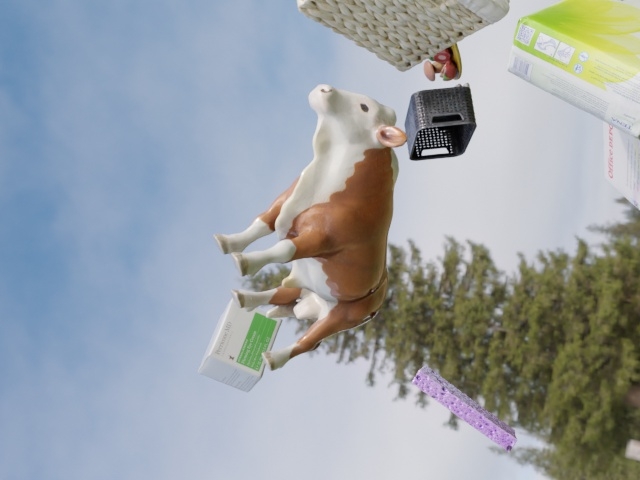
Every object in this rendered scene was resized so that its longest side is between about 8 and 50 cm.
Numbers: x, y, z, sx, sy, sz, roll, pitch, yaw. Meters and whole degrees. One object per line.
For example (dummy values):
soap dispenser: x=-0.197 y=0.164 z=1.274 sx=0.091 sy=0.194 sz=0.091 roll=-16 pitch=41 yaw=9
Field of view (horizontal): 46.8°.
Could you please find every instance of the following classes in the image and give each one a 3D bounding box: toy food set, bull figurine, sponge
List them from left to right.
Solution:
bull figurine: x=0.000 y=0.000 z=0.722 sx=0.188 sy=0.101 sz=0.310 roll=-27 pitch=-39 yaw=-14
toy food set: x=0.272 y=-0.432 z=1.722 sx=0.128 sy=0.071 sz=0.217 roll=-132 pitch=22 yaw=-79
sponge: x=0.268 y=0.309 z=1.370 sx=0.031 sy=0.210 sz=0.117 roll=-56 pitch=-15 yaw=3

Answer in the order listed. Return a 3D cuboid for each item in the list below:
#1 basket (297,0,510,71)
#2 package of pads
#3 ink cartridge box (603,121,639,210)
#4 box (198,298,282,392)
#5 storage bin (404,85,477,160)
basket: x=0.148 y=-0.555 z=1.429 sx=0.328 sy=0.266 sz=0.331 roll=20 pitch=-125 yaw=-37
package of pads: x=0.443 y=-0.269 z=1.052 sx=0.296 sy=0.229 sz=0.101 roll=-30 pitch=-36 yaw=-34
ink cartridge box: x=0.586 y=-0.134 z=1.171 sx=0.232 sy=0.168 sz=0.171 roll=-117 pitch=5 yaw=-48
box: x=-0.123 y=0.161 z=1.125 sx=0.102 sy=0.087 sz=0.101 roll=125 pitch=167 yaw=-59
storage bin: x=0.246 y=-0.240 z=1.539 sx=0.180 sy=0.122 sz=0.084 roll=88 pitch=176 yaw=-76
